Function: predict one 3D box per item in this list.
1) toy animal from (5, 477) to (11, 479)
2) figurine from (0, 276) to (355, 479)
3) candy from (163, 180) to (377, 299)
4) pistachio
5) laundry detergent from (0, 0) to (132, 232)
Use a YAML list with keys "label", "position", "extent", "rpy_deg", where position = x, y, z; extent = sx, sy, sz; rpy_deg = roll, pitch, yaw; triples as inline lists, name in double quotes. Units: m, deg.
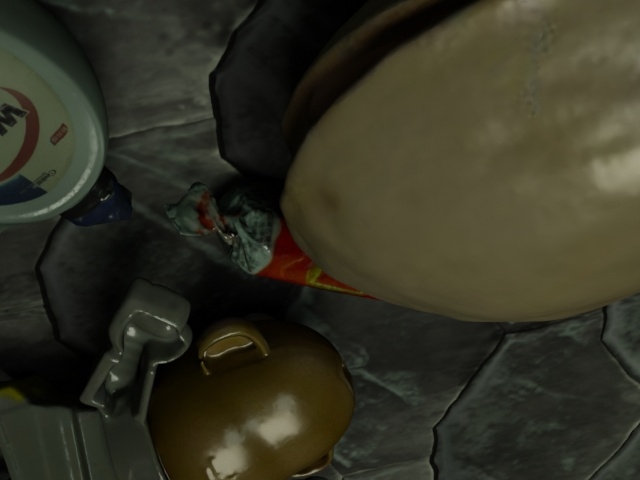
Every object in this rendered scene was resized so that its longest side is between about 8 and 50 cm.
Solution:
- label: "toy animal"
  position: [-0.363, 0.285, 1.425]
  extent: [0.363, 0.180, 0.181]
  rpy_deg: [14, 136, -28]
- label: "figurine"
  position: [-0.109, 0.158, 1.392]
  extent: [0.285, 0.167, 0.342]
  rpy_deg: [-20, 159, 14]
- label: "candy"
  position: [0.000, 0.001, 1.325]
  extent: [0.292, 0.086, 0.059]
  rpy_deg: [12, 119, -29]
- label: "pistachio"
  position: [0.177, -0.094, 1.164]
  extent: [0.445, 0.281, 0.365]
  rpy_deg: [-28, 147, 31]
- label: "laundry detergent"
  position: [-0.250, -0.074, 1.147]
  extent: [0.215, 0.105, 0.280]
  rpy_deg: [-35, 137, 16]
